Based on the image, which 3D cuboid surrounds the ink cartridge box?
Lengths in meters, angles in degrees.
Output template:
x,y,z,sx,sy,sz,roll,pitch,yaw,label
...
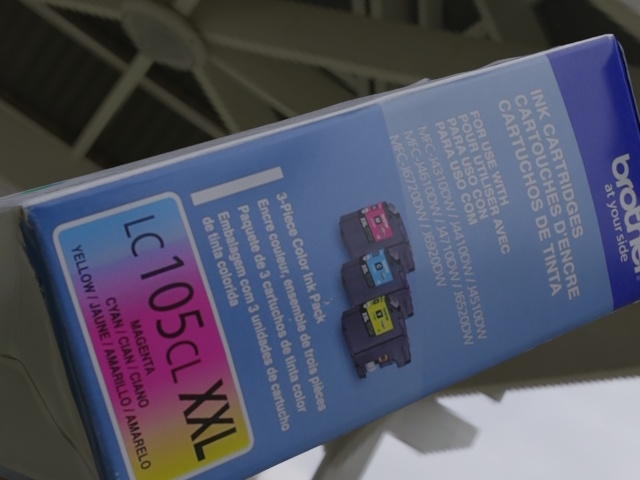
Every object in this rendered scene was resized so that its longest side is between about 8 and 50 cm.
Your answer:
x,y,z,sx,sy,sz,roll,pitch,yaw,label
0.000,0.000,0.689,0.270,0.395,0.151,-3,-75,60,ink cartridge box
